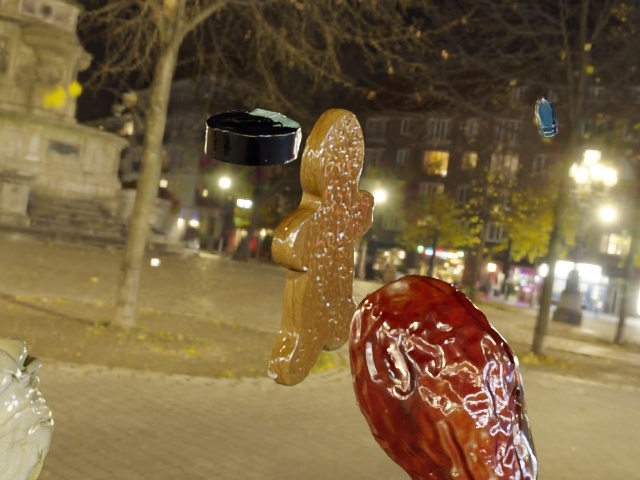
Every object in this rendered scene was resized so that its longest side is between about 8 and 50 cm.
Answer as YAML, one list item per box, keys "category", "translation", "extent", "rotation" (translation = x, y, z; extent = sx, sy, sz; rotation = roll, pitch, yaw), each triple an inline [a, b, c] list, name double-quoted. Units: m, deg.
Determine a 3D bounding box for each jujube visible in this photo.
- category: "jujube"
  translation: [0.142, 0.181, 0.957]
  extent: [0.197, 0.290, 0.197]
  rotation: [-25, -5, -2]

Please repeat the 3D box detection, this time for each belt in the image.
- category: "belt"
  translation: [-0.134, -0.206, 1.632]
  extent: [0.198, 0.078, 0.151]
  rotation: [-3, 29, -19]

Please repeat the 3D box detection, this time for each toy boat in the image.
- category: "toy boat"
  translation: [0.397, -0.218, 1.434]
  extent: [0.038, 0.083, 0.038]
  rotation: [-2, -23, -1]

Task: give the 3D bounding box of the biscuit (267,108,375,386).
- category: "biscuit"
  translation: [-0.002, 0.000, 1.312]
  extent: [0.064, 0.432, 0.283]
  rotation: [14, 23, 27]

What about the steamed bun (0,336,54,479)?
- category: "steamed bun"
  translation: [-0.611, 0.315, 1.342]
  extent: [0.230, 0.372, 0.325]
  rotation: [27, 34, 21]
